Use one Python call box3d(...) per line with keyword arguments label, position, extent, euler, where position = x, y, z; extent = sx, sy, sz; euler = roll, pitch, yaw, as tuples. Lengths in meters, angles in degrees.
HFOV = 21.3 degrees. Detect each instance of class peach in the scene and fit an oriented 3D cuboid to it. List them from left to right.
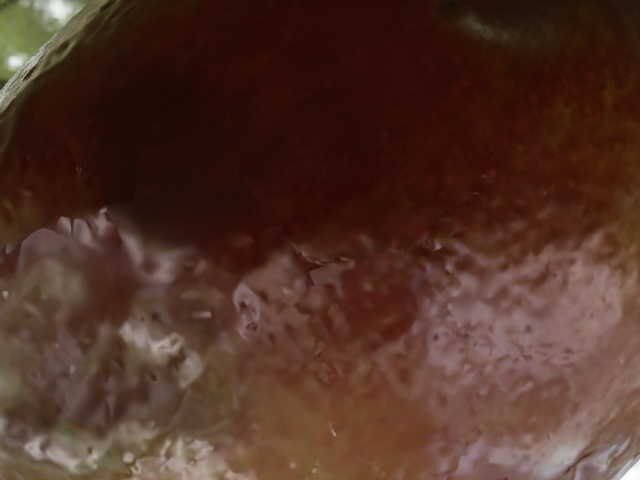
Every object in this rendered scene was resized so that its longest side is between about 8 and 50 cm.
box3d(label="peach", position=(0.000, 0.000, 0.496), extent=(0.243, 0.243, 0.199), euler=(0, -131, -30))
